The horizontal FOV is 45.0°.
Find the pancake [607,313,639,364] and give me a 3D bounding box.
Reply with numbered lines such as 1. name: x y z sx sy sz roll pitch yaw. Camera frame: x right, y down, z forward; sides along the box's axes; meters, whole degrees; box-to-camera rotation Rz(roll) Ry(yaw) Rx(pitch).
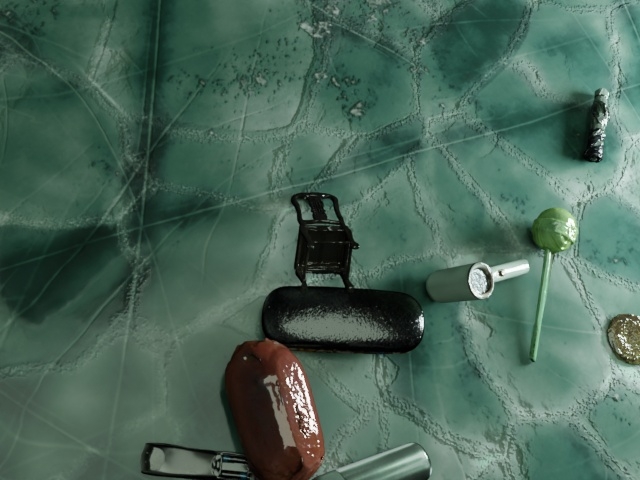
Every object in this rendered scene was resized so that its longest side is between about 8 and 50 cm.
1. pancake: 0.663 0.210 1.650 0.114 0.011 0.115 3 71 -10

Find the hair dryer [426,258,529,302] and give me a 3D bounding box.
1. hair dryer: 0.342 0.069 1.595 0.236 0.131 0.073 -15 91 -35

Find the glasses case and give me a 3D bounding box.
1. glasses case: 0.045 0.156 1.509 0.320 0.082 0.122 4 65 -8

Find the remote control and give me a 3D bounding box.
1. remote control: -0.219 0.405 1.403 0.212 0.028 0.059 8 71 -9

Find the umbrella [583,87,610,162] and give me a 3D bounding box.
1. umbrella: 0.645 -0.268 1.789 0.046 0.050 0.188 26 67 -25

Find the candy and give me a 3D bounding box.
1. candy: 0.475 0.091 1.632 0.092 0.093 0.336 4 75 36

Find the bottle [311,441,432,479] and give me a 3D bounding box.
1. bottle: 0.083 0.442 1.400 0.253 0.096 0.079 -11 31 -30

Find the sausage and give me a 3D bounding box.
1. sausage: -0.084 0.310 1.399 0.152 0.152 0.280 -14 74 -15

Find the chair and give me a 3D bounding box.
1. chair: 0.000 0.000 1.547 0.106 0.113 0.229 2 26 -12
